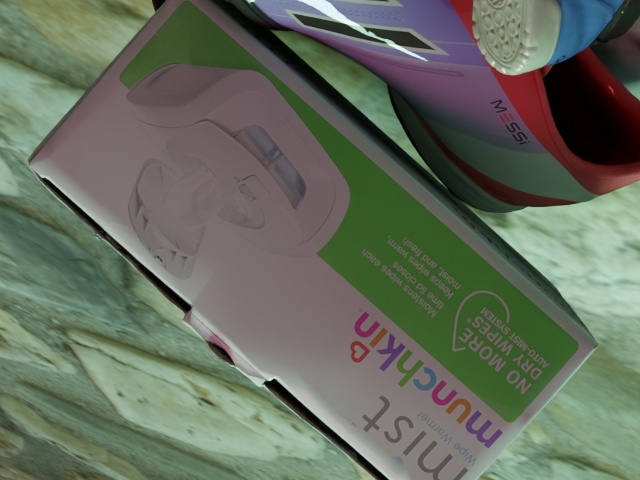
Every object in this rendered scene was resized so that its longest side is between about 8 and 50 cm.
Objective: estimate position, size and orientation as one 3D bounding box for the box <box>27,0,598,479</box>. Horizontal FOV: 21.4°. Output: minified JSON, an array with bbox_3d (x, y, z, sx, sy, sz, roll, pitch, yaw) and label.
[{"bbox_3d":[0.000,0.000,0.898,0.262,0.127,0.231,42,-175,1],"label":"box"}]

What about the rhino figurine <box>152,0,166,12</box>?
[{"bbox_3d":[-0.150,-0.181,0.935,0.243,0.073,0.106,18,152,19],"label":"rhino figurine"}]

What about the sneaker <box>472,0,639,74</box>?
[{"bbox_3d":[0.115,-0.150,0.735,0.058,0.084,0.152,36,135,45],"label":"sneaker"}]

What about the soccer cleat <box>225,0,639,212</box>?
[{"bbox_3d":[0.052,-0.119,0.807,0.116,0.109,0.318,-3,147,43],"label":"soccer cleat"}]
